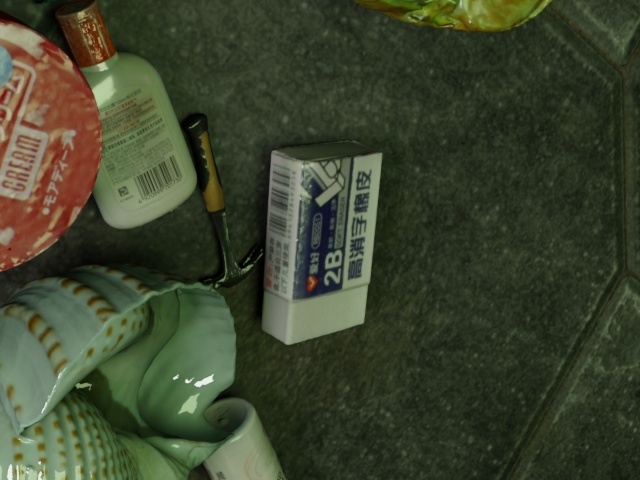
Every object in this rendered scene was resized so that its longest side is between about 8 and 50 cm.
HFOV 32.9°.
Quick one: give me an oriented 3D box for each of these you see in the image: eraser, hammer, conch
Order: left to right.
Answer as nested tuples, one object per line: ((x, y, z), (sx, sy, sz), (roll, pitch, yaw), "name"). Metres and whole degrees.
((-0.230, 0.148, 1.028), (0.319, 0.215, 0.303), (-14, 126, -65), "conch")
((-0.109, -0.041, 1.154), (0.078, 0.021, 0.201), (-24, 121, -26), "hammer")
((0.000, 0.000, 1.211), (0.124, 0.068, 0.210), (-12, 115, -42), "eraser")

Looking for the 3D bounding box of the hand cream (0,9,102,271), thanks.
((-0.311, -0.093, 0.915), (0.230, 0.149, 0.230), (-15, 118, -31), "hand cream")

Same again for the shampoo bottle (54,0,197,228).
((-0.195, -0.123, 1.044), (0.108, 0.051, 0.221), (-30, 122, -21), "shampoo bottle")

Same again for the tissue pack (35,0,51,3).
((-0.204, -0.268, 0.999), (0.138, 0.028, 0.085), (-22, 118, -30), "tissue pack")

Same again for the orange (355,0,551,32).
((0.108, -0.346, 1.081), (0.335, 0.196, 0.262), (1, 92, -39), "orange")

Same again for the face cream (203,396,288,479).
((-0.070, 0.305, 1.276), (0.082, 0.082, 0.269), (-34, 124, -20), "face cream")
